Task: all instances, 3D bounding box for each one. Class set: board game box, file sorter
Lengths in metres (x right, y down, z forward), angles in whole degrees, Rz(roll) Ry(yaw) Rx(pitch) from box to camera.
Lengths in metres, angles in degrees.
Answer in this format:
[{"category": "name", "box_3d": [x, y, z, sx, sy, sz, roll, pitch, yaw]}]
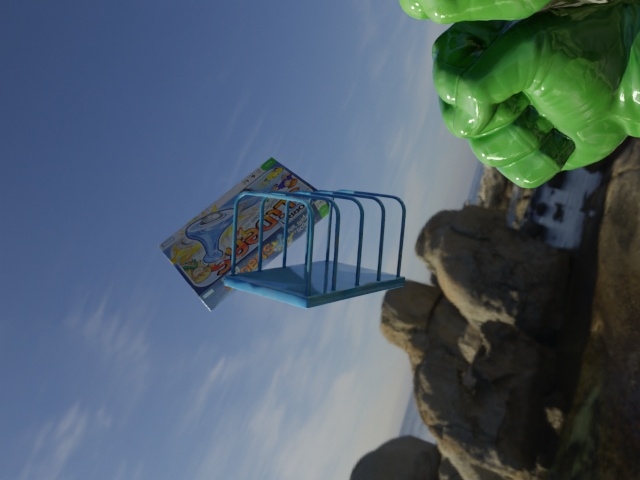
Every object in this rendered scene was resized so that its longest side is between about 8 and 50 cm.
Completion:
[{"category": "board game box", "box_3d": [-0.101, -0.015, 0.813, 0.201, 0.136, 0.035, -40, -46, -11]}, {"category": "file sorter", "box_3d": [0.000, 0.000, 0.670, 0.170, 0.118, 0.105, -7, -77, -49]}]

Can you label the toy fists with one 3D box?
[{"category": "toy fists", "box_3d": [0.121, -0.146, 0.378, 0.279, 0.142, 0.096, 56, -144, -40]}]
